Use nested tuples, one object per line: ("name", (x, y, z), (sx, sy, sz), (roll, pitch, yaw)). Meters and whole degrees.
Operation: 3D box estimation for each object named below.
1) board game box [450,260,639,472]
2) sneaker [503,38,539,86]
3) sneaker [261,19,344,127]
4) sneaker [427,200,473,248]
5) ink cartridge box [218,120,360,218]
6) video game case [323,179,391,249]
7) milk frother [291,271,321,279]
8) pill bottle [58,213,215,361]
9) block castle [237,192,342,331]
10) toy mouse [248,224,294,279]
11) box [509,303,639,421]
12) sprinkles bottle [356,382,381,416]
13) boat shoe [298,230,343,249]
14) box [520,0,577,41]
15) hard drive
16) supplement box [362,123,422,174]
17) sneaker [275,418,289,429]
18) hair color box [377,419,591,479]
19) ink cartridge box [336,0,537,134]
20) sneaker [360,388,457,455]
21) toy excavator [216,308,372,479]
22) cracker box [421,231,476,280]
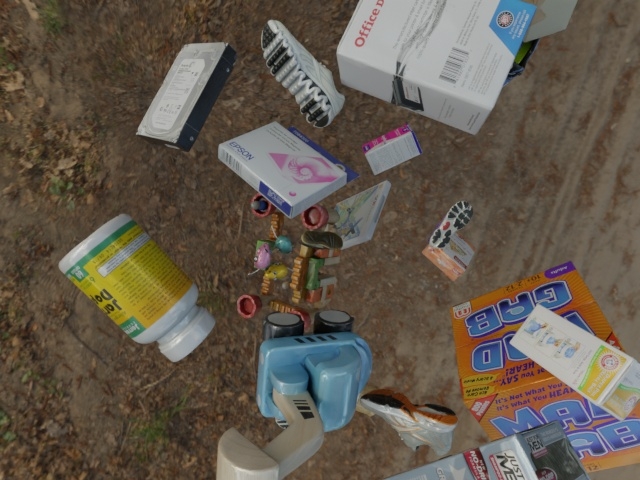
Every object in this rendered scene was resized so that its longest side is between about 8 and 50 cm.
("board game box", (0.602, 0.346, 1.161), (0.357, 0.356, 0.356), (-28, 113, 24))
("sneaker", (0.558, -0.545, 1.398), (0.130, 0.147, 0.330), (37, 110, -4))
("sneaker", (-0.044, -0.444, 1.155), (0.118, 0.110, 0.292), (-47, 111, -29))
("sneaker", (0.373, -0.049, 1.288), (0.068, 0.071, 0.170), (44, 89, -8))
("ink cartridge box", (-0.088, -0.250, 1.374), (0.330, 0.324, 0.071), (-36, 155, -35))
("video game case", (0.133, -0.088, 1.849), (0.036, 0.329, 0.299), (39, 55, -23))
("milk frother", (-0.074, 0.198, 2.075), (0.135, 0.143, 0.129), (28, 58, -22))
("pill bottle", (-0.255, 0.073, 0.637), (0.118, 0.117, 0.208), (-41, 105, -4))
("block castle", (-0.120, 0.078, 1.529), (0.213, 0.303, 0.452), (-5, 107, -61))
("toy mouse", (-0.108, 0.032, 1.058), (0.161, 0.031, 0.142), (-17, 118, -47))
("box", (0.495, 0.228, 0.842), (0.114, 0.203, 0.103), (32, 95, -29))
("sprinkles bottle", (0.056, 0.572, 1.717), (0.356, 0.121, 0.121), (22, 99, -4))
("boat shoe", (0.000, 0.000, 1.358), (0.152, 0.049, 0.056), (13, 69, -33))
("box", (0.575, -0.676, 1.097), (0.121, 0.147, 0.311), (-17, 156, 5))
("hard drive", (-0.408, -0.442, 1.334), (0.064, 0.237, 0.338), (35, 78, -51))
("supplement box", (0.303, -0.389, 1.877), (0.220, 0.111, 0.113), (-25, 121, 12))
("sneaker", (-0.032, 0.532, 1.476), (0.279, 0.118, 0.107), (-24, 104, -23))
("hair color box", (0.244, 0.439, 0.772), (0.186, 0.113, 0.374), (12, 138, -43))
("ink cartridge box", (0.278, -0.487, 1.109), (0.395, 0.166, 0.285), (24, 84, 9))
("sneaker", (0.215, 0.473, 1.131), (0.099, 0.263, 0.120), (-7, 101, -52))
("toy excavator", (-0.036, 0.336, 0.954), (0.434, 0.445, 0.222), (0, 103, -25))
("cracker box", (0.490, 0.037, 1.659), (0.156, 0.232, 0.067), (43, 125, 7))
